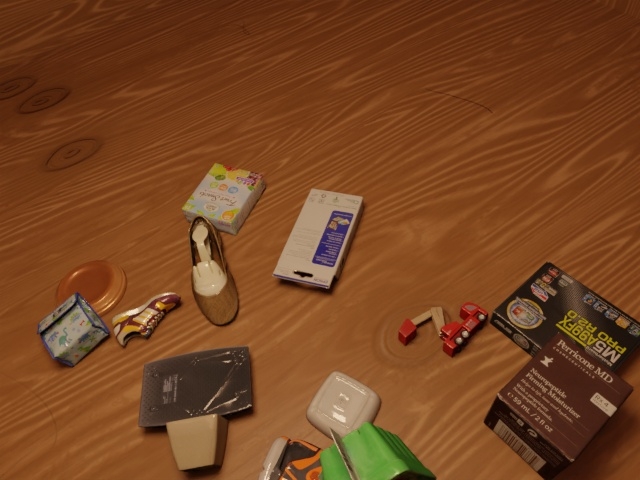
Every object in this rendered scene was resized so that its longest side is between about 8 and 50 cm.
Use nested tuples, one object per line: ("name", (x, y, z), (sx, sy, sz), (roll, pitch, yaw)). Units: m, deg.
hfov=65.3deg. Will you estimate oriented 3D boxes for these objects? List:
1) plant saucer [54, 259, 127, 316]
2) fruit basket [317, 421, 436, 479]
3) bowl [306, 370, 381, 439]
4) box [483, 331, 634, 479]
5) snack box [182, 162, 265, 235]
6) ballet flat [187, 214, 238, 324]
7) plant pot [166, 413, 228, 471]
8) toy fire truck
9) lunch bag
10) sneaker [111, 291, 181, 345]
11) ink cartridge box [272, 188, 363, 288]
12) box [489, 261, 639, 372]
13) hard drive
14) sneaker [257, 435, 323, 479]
("plant saucer", (-0.643, 0.131, 1.390), (0.200, 0.037, 0.200), (-4, 52, 5))
("fruit basket", (0.133, 0.501, 0.835), (0.165, 0.327, 0.353), (-30, 55, 9))
("bowl", (0.050, 0.366, 1.109), (0.142, 0.053, 0.142), (26, 60, 23))
("box", (0.469, 0.335, 1.007), (0.203, 0.167, 0.168), (-36, 56, -20))
("snack box", (-0.292, -0.130, 1.531), (0.175, 0.070, 0.207), (15, 57, 17))
("ballet flat", (-0.303, 0.061, 1.347), (0.116, 0.124, 0.342), (-15, 52, -4))
("plant pot", (-0.258, 0.435, 1.064), (0.109, 0.109, 0.096), (-10, 62, -1))
("toy fire truck", (0.296, 0.205, 1.208), (0.192, 0.047, 0.135), (-38, 56, -22))
("lunch bag", (-0.638, 0.219, 1.274), (0.129, 0.096, 0.151), (-43, 58, -12))
("sneaker", (-0.441, 0.205, 1.295), (0.186, 0.069, 0.084), (-27, 62, -7))
("ink cartridge box", (0.000, 0.000, 1.397), (0.165, 0.065, 0.332), (12, 53, 16))
("box", (0.576, 0.201, 1.168), (0.216, 0.060, 0.270), (-35, 56, -20))
("hard drive", (-0.285, 0.344, 1.163), (0.255, 0.054, 0.172), (-10, 50, -1))
("sneaker", (-0.053, 0.541, 0.938), (0.180, 0.124, 0.321), (11, 54, 17))
